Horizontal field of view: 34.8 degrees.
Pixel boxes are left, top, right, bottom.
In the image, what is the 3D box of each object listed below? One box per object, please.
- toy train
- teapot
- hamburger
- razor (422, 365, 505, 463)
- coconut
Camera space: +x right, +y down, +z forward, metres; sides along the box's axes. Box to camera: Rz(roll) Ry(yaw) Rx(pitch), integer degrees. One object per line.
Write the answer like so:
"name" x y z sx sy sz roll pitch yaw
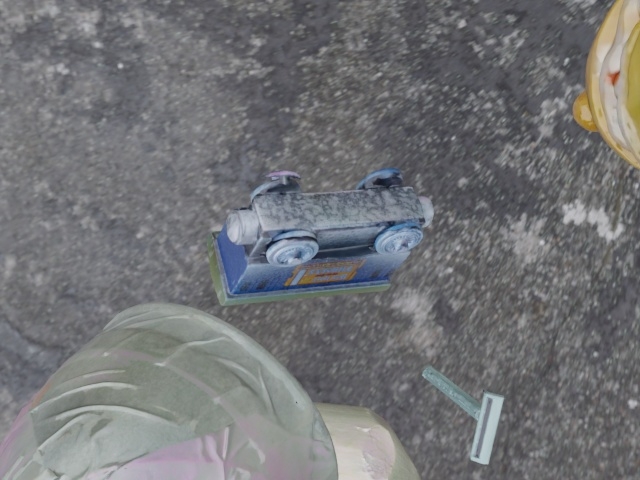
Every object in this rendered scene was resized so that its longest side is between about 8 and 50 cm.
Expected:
"toy train" 0.000 0.000 1.407 0.202 0.300 0.131 -55 45 52
"teapot" -0.116 0.148 0.549 0.222 0.178 0.163 -28 101 44
"hamburger" 0.439 -0.197 1.201 0.277 0.237 0.276 -1 96 -14
"razor" 0.176 0.198 1.272 0.036 0.211 0.084 10 99 -15
"coconut" 0.022 0.327 1.399 0.234 0.224 0.224 17 113 1
